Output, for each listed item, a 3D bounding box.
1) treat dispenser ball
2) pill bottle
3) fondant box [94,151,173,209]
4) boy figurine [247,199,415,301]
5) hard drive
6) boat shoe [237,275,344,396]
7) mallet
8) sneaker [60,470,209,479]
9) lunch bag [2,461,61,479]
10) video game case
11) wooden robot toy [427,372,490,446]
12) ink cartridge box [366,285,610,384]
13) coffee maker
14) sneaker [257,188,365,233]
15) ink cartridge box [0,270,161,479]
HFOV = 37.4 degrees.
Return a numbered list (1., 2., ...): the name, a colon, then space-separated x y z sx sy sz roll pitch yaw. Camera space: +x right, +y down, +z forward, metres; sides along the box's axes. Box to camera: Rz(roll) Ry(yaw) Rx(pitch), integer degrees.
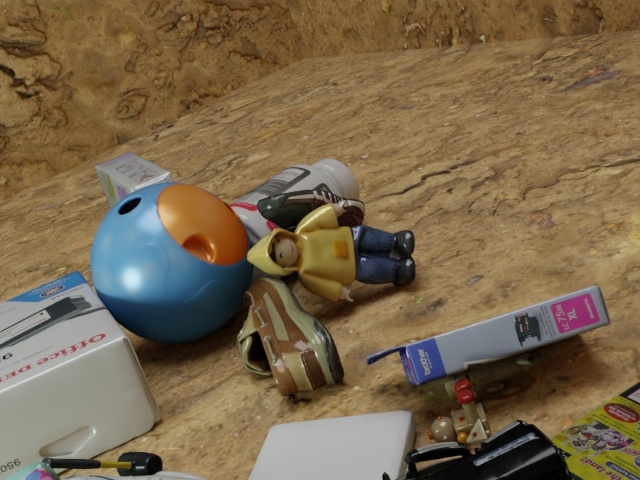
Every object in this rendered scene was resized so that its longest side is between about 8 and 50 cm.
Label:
1. treat dispenser ball: -0.264 0.040 1.691 0.288 0.288 0.288 -15 21 6
2. pill bottle: -0.062 -0.047 1.909 0.176 0.176 0.318 2 28 41
3. fondant box: -0.379 -0.050 2.077 0.096 0.238 0.330 -25 22 -20
4. boy figurine: 0.018 0.015 1.619 0.285 0.177 0.092 5 -9 -20
5. hard drive: -0.004 0.318 1.137 0.203 0.040 0.307 -10 22 18
6. boat shoe: -0.077 0.151 1.508 0.120 0.123 0.324 -26 21 -14
7. mallet: -0.303 0.303 1.280 0.062 0.039 0.189 -8 -17 40
8. sneaker: -0.243 0.345 1.219 0.258 0.094 0.091 -3 1 30
9. lunch bag: -0.357 0.402 1.001 0.262 0.160 0.223 -29 40 1
10. video game case: 0.408 0.238 1.028 0.248 0.035 0.275 -25 23 -21
11. wooden robot toy: 0.169 0.224 1.207 0.079 0.076 0.173 -26 19 8
12. ink cartridge box: 0.216 0.139 1.284 0.311 0.065 0.186 -15 -9 -1
13. coffee maker: 0.179 0.288 1.001 0.178 0.120 0.171 -22 45 -9
14. sneaker: 0.000 0.000 1.720 0.106 0.163 0.281 -12 -11 37
15. ink cartridge box: -0.464 0.221 1.562 0.285 0.166 0.395 -25 23 -18
